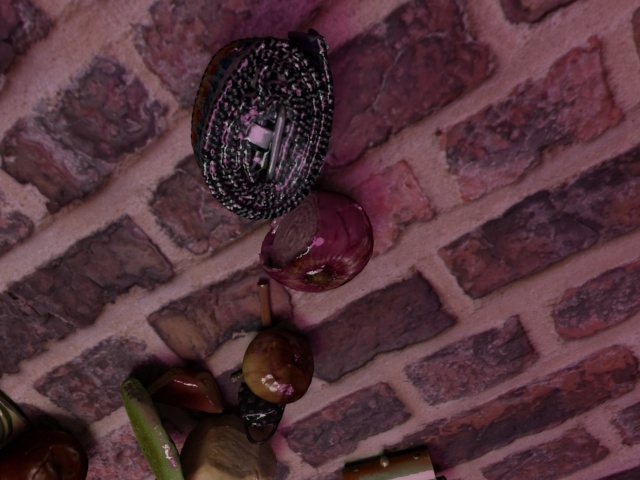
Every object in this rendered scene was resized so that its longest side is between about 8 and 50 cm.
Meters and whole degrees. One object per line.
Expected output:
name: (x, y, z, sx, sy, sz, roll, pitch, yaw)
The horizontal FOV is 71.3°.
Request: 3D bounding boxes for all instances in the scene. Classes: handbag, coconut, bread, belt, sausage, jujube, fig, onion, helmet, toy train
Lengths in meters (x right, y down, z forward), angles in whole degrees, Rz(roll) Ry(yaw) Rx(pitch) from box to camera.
handbag: (-0.139, 0.409, 1.035, 0.115, 0.139, 0.072, -3, 124, 0)
coconut: (-0.213, 0.541, 1.062, 0.237, 0.236, 0.197, 44, 73, -19)
bread: (-0.309, 0.341, 1.039, 0.192, 0.067, 0.119, 16, 124, -7)
belt: (-0.099, -0.194, 0.724, 0.206, 0.160, 0.295, 0, 119, -22)
sausage: (-0.119, 0.139, 0.965, 0.026, 0.026, 0.116, -2, 117, 0)
jujube: (-0.714, 0.583, 1.077, 0.317, 0.223, 0.223, -31, 113, 24)
fig: (-0.129, 0.281, 0.975, 0.230, 0.143, 0.161, -17, 85, 15)
onion: (0.003, 0.010, 0.825, 0.200, 0.200, 0.207, 34, 99, -16)
bread: (-0.374, 0.448, 0.994, 0.045, 0.301, 0.302, -23, 122, -33)
helmet: (-0.847, 0.452, 1.049, 0.204, 0.137, 0.258, -32, 113, 14)
toy train: (0.189, 0.647, 1.180, 0.285, 0.116, 0.177, -16, 103, 8)

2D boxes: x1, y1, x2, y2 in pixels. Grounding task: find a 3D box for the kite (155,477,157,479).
kite: (-0.403, 0.704, 1.249, 0.169, 0.015, 0.310, 17, 117, -9)
